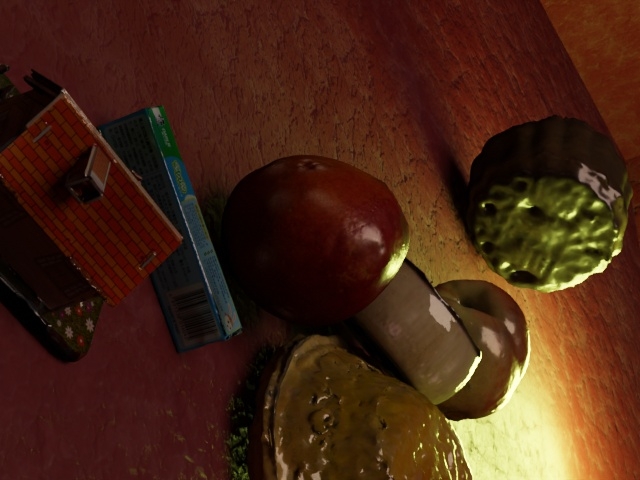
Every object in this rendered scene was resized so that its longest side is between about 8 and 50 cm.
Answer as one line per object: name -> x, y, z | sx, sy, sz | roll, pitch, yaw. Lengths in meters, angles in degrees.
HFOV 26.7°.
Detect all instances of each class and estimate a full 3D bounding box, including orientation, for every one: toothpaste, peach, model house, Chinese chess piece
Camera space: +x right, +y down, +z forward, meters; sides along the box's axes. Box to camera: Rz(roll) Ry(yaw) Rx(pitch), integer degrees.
toothpaste -> -0.163, -0.012, 1.478 | 0.050, 0.065, 0.267 | -27, 98, -67
peach -> 0.217, 0.179, 2.082 | 0.232, 0.232, 0.232 | 48, 32, -45
peach -> 0.000, 0.000, 1.622 | 0.243, 0.243, 0.199 | -37, 134, -67
model house -> -0.232, -0.061, 1.242 | 0.294, 0.154, 0.207 | 55, 29, -34
Chinese chess piece -> 0.100, 0.104, 1.804 | 0.257, 0.104, 0.257 | 49, -6, 7

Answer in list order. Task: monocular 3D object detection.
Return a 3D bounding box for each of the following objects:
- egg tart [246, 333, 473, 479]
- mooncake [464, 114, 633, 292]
egg tart -> 0.072, 0.308, 1.638 | 0.443, 0.178, 0.443 | 45, 35, -45
mooncake -> 0.433, -0.065, 2.585 | 0.324, 0.324, 0.187 | 62, 28, -24
